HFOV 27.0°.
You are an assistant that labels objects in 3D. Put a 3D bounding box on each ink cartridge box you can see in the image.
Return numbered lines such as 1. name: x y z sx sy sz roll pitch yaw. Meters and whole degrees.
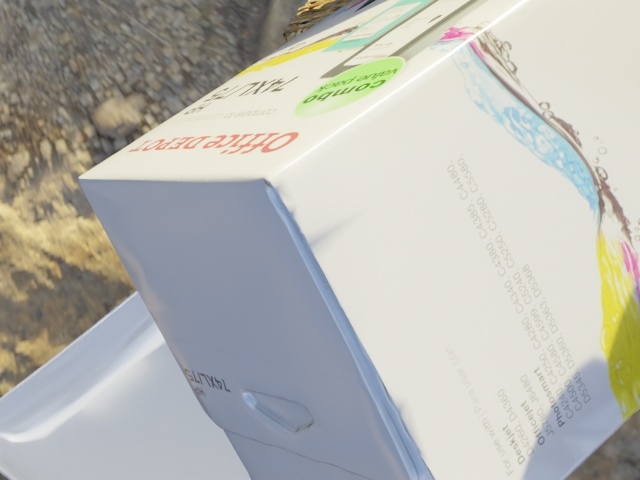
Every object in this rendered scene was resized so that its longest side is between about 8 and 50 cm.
1. ink cartridge box: 0.067 -0.017 0.657 0.270 0.198 0.197 -37 111 -26

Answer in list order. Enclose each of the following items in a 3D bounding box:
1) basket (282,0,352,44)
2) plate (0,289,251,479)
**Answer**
1. basket: 0.129 -0.212 1.654 0.299 0.213 0.223 -11 113 17
2. plate: -0.109 0.162 1.127 0.277 0.278 0.045 -41 149 -28
